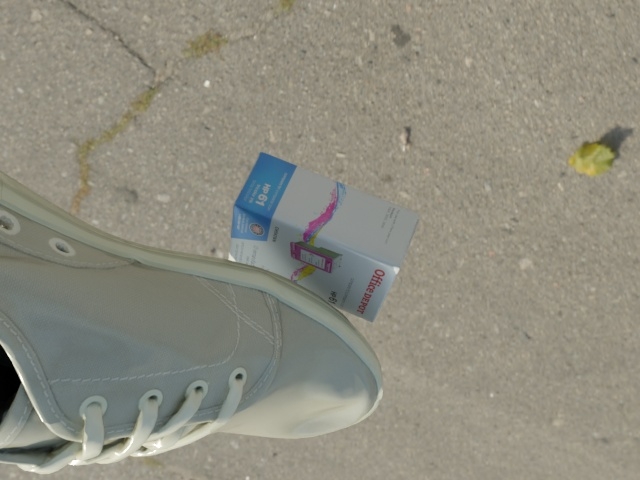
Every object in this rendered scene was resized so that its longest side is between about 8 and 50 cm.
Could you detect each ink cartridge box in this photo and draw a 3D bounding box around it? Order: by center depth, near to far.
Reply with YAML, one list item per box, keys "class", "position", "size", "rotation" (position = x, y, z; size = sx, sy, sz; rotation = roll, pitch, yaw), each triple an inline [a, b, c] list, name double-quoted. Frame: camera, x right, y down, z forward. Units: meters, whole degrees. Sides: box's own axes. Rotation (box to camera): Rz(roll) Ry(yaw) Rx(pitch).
- class: "ink cartridge box"
  position: [0.000, 0.000, 0.564]
  size: [0.122, 0.052, 0.089]
  rotation: [20, 148, 3]

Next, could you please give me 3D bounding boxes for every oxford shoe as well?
- class: "oxford shoe"
  position: [-0.122, 0.076, 0.462]
  size: [0.169, 0.130, 0.449]
  rotation: [-36, 139, 25]
